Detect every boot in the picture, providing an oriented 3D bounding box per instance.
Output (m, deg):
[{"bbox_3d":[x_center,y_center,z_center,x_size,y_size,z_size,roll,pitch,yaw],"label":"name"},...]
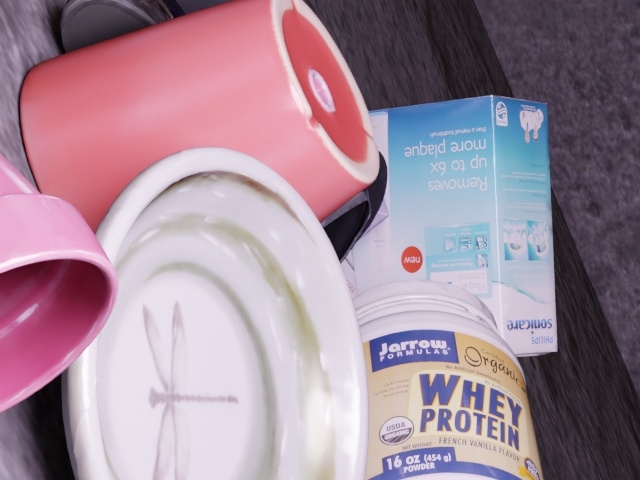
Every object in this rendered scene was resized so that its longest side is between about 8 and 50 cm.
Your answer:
[{"bbox_3d":[-0.217,-0.263,1.871,0.229,0.091,0.263,66,12,21],"label":"boot"}]

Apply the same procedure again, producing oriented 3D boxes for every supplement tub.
[{"bbox_3d":[0.105,0.215,1.889,0.228,0.228,0.316,51,22,-37],"label":"supplement tub"}]

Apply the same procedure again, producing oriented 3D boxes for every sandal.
[{"bbox_3d":[0.000,0.001,1.938,0.254,0.054,0.097,-49,133,-31],"label":"sandal"}]

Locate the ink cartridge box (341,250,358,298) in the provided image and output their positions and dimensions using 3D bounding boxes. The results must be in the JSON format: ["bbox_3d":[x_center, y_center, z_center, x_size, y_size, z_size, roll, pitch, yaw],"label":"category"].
[{"bbox_3d":[-0.009,0.021,2.098,0.104,0.060,0.180,47,25,-44],"label":"ink cartridge box"}]

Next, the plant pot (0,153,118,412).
[{"bbox_3d":[-0.260,0.005,1.208,0.180,0.201,0.201,55,13,21],"label":"plant pot"}]

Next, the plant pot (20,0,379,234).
[{"bbox_3d":[-0.097,-0.090,1.692,0.275,0.243,0.275,54,21,-32],"label":"plant pot"}]

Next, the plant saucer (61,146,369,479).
[{"bbox_3d":[-0.100,0.127,1.513,0.400,0.100,0.400,16,71,-56],"label":"plant saucer"}]

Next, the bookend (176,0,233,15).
[{"bbox_3d":[-0.126,-0.283,1.910,0.156,0.072,0.157,55,16,-15],"label":"bookend"}]

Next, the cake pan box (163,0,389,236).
[{"bbox_3d":[-0.056,-0.130,2.042,0.267,0.070,0.245,16,48,-49],"label":"cake pan box"}]

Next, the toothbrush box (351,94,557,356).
[{"bbox_3d":[0.149,-0.009,2.164,0.126,0.216,0.295,0,88,-52],"label":"toothbrush box"}]
